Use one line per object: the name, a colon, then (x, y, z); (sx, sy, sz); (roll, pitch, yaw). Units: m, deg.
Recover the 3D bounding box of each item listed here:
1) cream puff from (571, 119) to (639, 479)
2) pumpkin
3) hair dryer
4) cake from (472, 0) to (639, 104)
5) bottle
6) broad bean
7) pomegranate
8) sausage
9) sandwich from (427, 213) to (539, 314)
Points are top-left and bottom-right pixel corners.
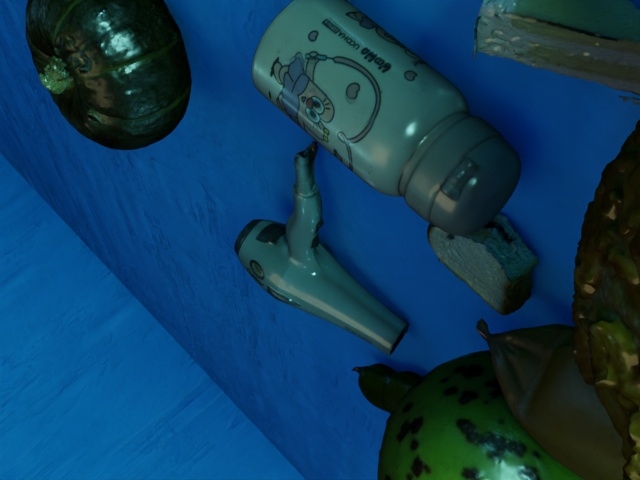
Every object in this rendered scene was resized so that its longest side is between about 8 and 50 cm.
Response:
cream puff: (0.226, 0.050, 0.394); (0.303, 0.212, 0.303); (45, 158, 24)
pumpkin: (-0.239, -0.204, 1.074); (0.224, 0.157, 0.223); (40, 148, 31)
hair dryer: (0.023, 0.029, 1.077); (0.229, 0.092, 0.267); (42, 152, 0)
cake: (0.151, -0.117, 0.530); (0.121, 0.065, 0.052); (21, 155, 11)
bottle: (0.054, -0.089, 0.714); (0.209, 0.097, 0.110); (43, -167, 20)
broad bean: (0.136, 0.211, 1.180); (0.318, 0.056, 0.098); (24, 148, 50)
pomegranate: (0.193, 0.206, 0.858); (0.286, 0.231, 0.231); (-15, 122, 26)
sausage: (0.242, 0.143, 0.708); (0.328, 0.112, 0.112); (31, 154, 45)
sandwich: (0.133, 0.007, 0.807); (0.105, 0.036, 0.093); (42, 161, 27)
